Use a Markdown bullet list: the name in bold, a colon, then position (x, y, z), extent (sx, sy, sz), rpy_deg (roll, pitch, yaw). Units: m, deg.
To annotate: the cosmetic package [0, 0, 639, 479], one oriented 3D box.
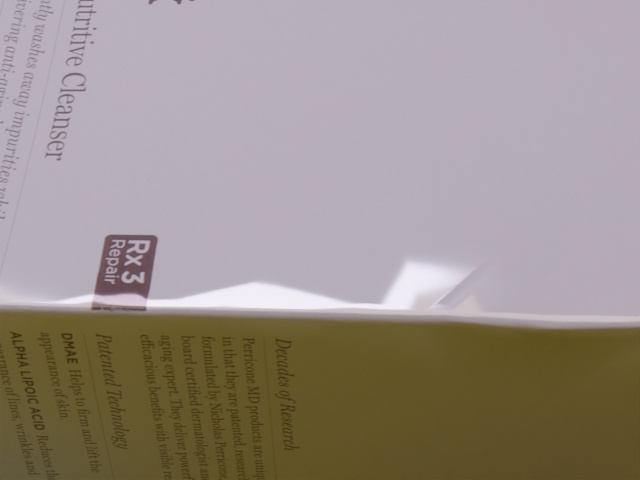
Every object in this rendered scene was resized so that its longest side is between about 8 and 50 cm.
- **cosmetic package**: position (0.000, 0.000, 0.748), extent (0.385, 0.156, 0.217), rpy_deg (-1, 48, 3)
